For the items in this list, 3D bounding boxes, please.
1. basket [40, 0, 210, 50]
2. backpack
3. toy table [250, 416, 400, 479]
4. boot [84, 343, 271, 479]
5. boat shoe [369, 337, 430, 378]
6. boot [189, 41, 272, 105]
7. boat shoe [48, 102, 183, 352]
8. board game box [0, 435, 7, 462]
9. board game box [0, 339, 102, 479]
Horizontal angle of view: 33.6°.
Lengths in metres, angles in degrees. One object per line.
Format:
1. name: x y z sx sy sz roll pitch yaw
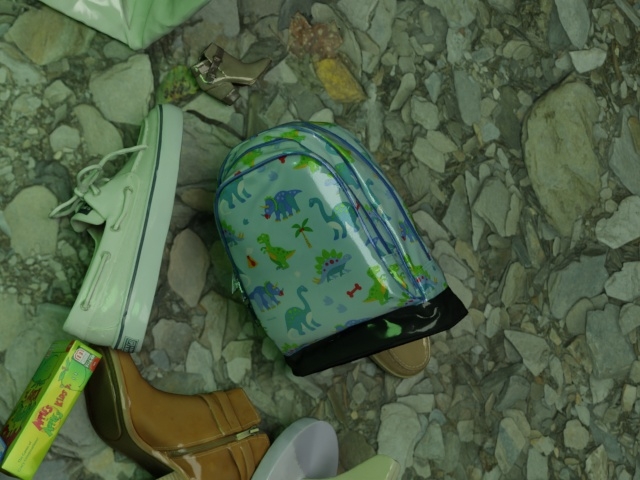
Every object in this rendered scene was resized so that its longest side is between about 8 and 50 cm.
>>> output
1. basket: -0.268 -0.469 1.371 0.328 0.331 0.266 26 69 -27
2. backpack: 0.000 0.000 1.510 0.273 0.290 0.355 -4 75 -62
3. toy table: -0.003 0.399 1.489 0.252 0.161 0.274 26 79 -51
4. boot: -0.189 0.239 1.466 0.220 0.109 0.283 -21 84 -39
5. boat shoe: 0.096 0.061 1.654 0.122 0.110 0.341 -30 99 -31
6. boot: -0.137 -0.263 1.593 0.087 0.042 0.118 47 63 -16
7. boat shoe: -0.284 -0.035 1.426 0.157 0.136 0.367 13 68 -12
8. board game box: -0.464 0.245 1.101 0.318 0.066 0.318 -80 161 -47
9. board game box: -0.359 0.217 1.367 0.043 0.092 0.181 37 67 -24
